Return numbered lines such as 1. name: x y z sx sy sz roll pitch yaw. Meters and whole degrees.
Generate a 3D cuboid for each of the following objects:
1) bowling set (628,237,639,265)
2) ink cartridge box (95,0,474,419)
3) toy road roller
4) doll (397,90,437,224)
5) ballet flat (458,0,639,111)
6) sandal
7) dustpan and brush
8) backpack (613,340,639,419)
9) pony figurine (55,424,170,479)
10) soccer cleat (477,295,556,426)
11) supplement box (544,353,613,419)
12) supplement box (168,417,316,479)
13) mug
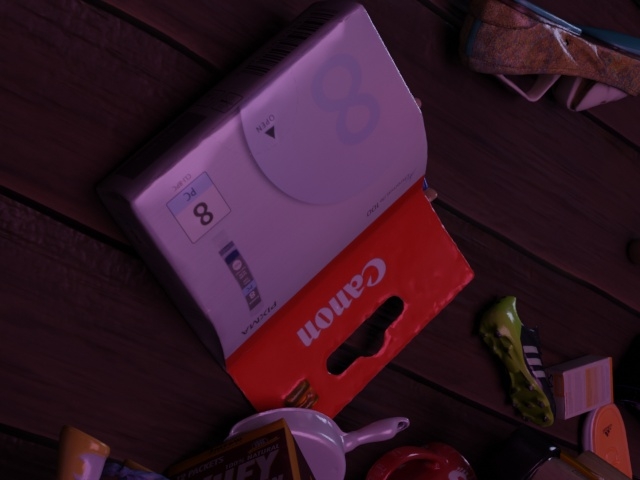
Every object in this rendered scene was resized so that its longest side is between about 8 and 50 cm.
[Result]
1. bowling set: 0.562 0.030 1.941 0.287 0.154 0.199 45 66 -35
2. ink cartridge box: 0.000 0.000 1.463 0.308 0.091 0.385 -43 119 -19
3. toy road roller: 0.268 0.368 1.649 0.240 0.202 0.329 -57 154 3
4. doll: 0.066 -0.115 1.566 0.129 0.046 0.189 -38 119 -23
5. ballet flat: 0.293 -0.214 1.725 0.349 0.123 0.123 9 88 -42
6. sandal: 0.400 0.338 1.879 0.102 0.076 0.265 -27 112 -36
7. dustpan and brush: 0.001 0.226 1.514 0.211 0.060 0.147 -11 117 -12
8. backpack: 0.494 0.206 1.885 0.158 0.173 0.117 45 66 -33
9. pony figurine: -0.269 0.332 1.205 0.351 0.303 0.363 28 77 -6
10. soccer cleat: 0.249 0.147 1.745 0.072 0.060 0.178 -48 121 -37
11. supplement box: 0.326 0.184 1.827 0.098 0.036 0.062 -10 101 -40
12. supplement box: -0.047 0.315 1.390 0.129 0.191 0.194 -24 114 4
13. mug: 0.097 0.291 1.575 0.169 0.150 0.113 -29 73 -40
